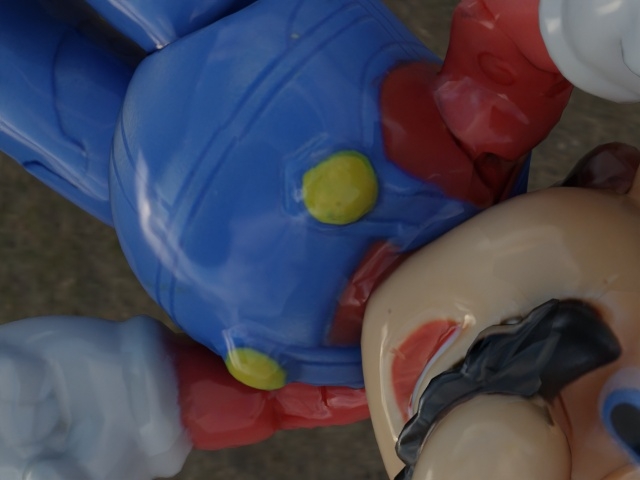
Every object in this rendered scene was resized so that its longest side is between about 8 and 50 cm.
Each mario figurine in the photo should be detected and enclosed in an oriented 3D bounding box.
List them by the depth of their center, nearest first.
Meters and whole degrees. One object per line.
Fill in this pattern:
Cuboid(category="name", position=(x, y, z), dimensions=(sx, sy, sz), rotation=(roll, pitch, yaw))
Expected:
Cuboid(category="mario figurine", position=(0.000, 0.000, 0.449), dimensions=(0.320, 0.198, 0.170), rotation=(33, 70, 17))
